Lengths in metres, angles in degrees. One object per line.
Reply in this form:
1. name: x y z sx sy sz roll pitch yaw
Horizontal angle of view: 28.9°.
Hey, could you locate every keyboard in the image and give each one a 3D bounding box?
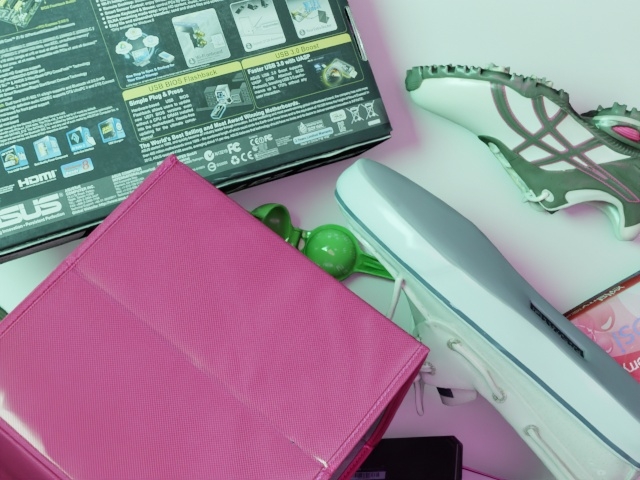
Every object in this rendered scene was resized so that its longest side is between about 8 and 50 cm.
1. keyboard: 0.040 0.233 1.127 0.180 0.023 0.108 -6 55 21

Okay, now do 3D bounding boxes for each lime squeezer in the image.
1. lime squeezer: 0.000 0.000 1.153 0.310 0.110 0.059 21 67 -31

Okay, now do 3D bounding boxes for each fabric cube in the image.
1. fabric cube: -0.106 0.143 1.000 0.258 0.254 0.259 37 65 9

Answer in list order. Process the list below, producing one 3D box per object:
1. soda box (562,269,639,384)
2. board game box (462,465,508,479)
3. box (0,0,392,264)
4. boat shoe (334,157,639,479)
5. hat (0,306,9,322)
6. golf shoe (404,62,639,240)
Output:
1. soda box: 0.335 0.063 1.168 0.263 0.083 0.092 -29 88 -5
2. board game box: 0.215 0.354 1.090 0.316 0.064 0.242 17 70 12
3. box: -0.167 -0.180 1.103 0.395 0.097 0.318 -19 89 -21
4. boat shoe: 0.125 0.097 1.086 0.367 0.136 0.156 42 110 -3
5. hat: -0.408 0.159 1.091 0.331 0.134 0.331 0 76 -2
6. golf shoe: 0.202 -0.090 1.164 0.272 0.105 0.120 18 93 -1
